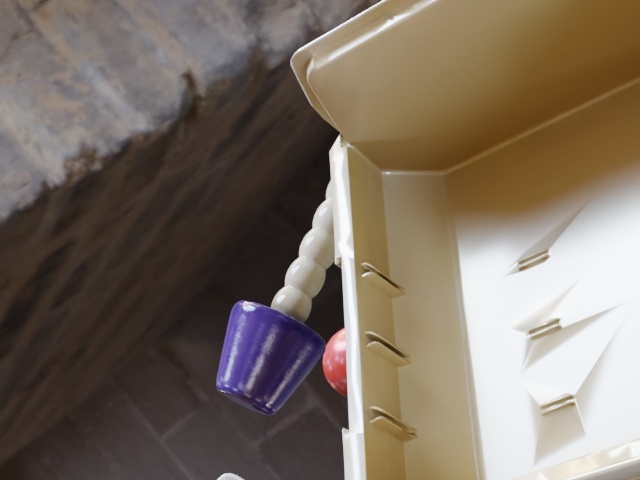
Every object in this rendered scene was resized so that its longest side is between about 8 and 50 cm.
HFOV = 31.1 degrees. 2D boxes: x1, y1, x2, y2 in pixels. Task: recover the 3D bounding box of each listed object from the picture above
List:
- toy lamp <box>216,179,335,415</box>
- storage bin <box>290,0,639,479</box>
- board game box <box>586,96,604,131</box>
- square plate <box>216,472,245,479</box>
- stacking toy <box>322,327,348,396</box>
[{"bbox_3d":[0.000,0.000,0.877,0.080,0.275,0.080,23,163,8],"label":"toy lamp"},{"bbox_3d":[0.109,-0.002,0.479,0.260,0.262,0.123,-25,139,28],"label":"storage bin"},{"bbox_3d":[0.166,-0.059,0.702,0.046,0.317,0.213,-5,158,4],"label":"board game box"},{"bbox_3d":[-0.042,0.428,0.995,0.347,0.344,0.049,32,146,12],"label":"square plate"},{"bbox_3d":[0.133,0.206,1.446,0.330,0.141,0.141,34,148,-27],"label":"stacking toy"}]
